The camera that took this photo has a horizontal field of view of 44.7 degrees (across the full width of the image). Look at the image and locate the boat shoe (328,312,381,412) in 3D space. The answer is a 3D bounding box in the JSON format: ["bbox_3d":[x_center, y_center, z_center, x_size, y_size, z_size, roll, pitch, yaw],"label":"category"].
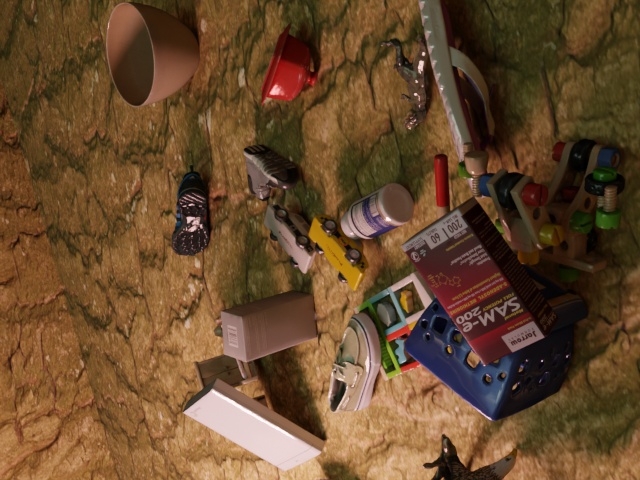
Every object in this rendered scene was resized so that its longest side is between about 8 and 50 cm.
[{"bbox_3d":[0.077,0.307,1.866,0.109,0.094,0.302,44,142,44],"label":"boat shoe"}]

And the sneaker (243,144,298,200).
[{"bbox_3d":[-0.127,-0.151,2.025,0.228,0.086,0.132,44,139,48],"label":"sneaker"}]

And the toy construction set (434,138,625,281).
[{"bbox_3d":[0.348,-0.030,1.307,0.309,0.257,0.237,7,118,25],"label":"toy construction set"}]

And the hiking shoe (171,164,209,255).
[{"bbox_3d":[-0.389,-0.077,2.377,0.304,0.113,0.132,110,161,-45],"label":"hiking shoe"}]

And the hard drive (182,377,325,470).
[{"bbox_3d":[-0.190,0.521,2.177,0.353,0.047,0.233,34,141,-12],"label":"hard drive"}]

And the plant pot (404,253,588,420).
[{"bbox_3d":[0.331,0.157,1.429,0.236,0.236,0.212,38,123,37],"label":"plant pot"}]

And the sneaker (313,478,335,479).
[{"bbox_3d":[0.053,0.727,2.081,0.240,0.091,0.126,8,109,49],"label":"sneaker"}]

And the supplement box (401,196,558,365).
[{"bbox_3d":[0.254,0.067,1.247,0.130,0.073,0.239,-36,88,38],"label":"supplement box"}]

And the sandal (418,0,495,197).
[{"bbox_3d":[0.271,-0.286,1.443,0.102,0.169,0.416,-15,90,12],"label":"sandal"}]

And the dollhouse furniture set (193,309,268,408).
[{"bbox_3d":[-0.264,0.373,2.157,0.355,0.173,0.303,104,147,-78],"label":"dollhouse furniture set"}]

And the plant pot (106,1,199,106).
[{"bbox_3d":[-0.458,-0.532,2.210,0.284,0.191,0.284,21,118,46],"label":"plant pot"}]

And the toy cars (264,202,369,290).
[{"bbox_3d":[0.000,0.000,1.907,0.393,0.087,0.176,16,126,53],"label":"toy cars"}]

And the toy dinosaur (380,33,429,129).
[{"bbox_3d":[0.177,-0.341,1.543,0.118,0.064,0.268,56,168,30],"label":"toy dinosaur"}]

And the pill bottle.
[{"bbox_3d":[0.121,-0.058,1.723,0.169,0.094,0.094,-26,82,52],"label":"pill bottle"}]

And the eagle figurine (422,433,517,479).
[{"bbox_3d":[0.347,0.518,1.566,0.298,0.226,0.225,35,107,46],"label":"eagle figurine"}]

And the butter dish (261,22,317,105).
[{"bbox_3d":[-0.064,-0.399,1.831,0.160,0.118,0.160,-81,14,-48],"label":"butter dish"}]

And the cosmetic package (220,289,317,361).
[{"bbox_3d":[-0.130,0.217,2.019,0.107,0.238,0.127,7,105,48],"label":"cosmetic package"}]

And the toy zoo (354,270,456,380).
[{"bbox_3d":[0.200,0.190,1.760,0.293,0.030,0.192,-37,73,51],"label":"toy zoo"}]
